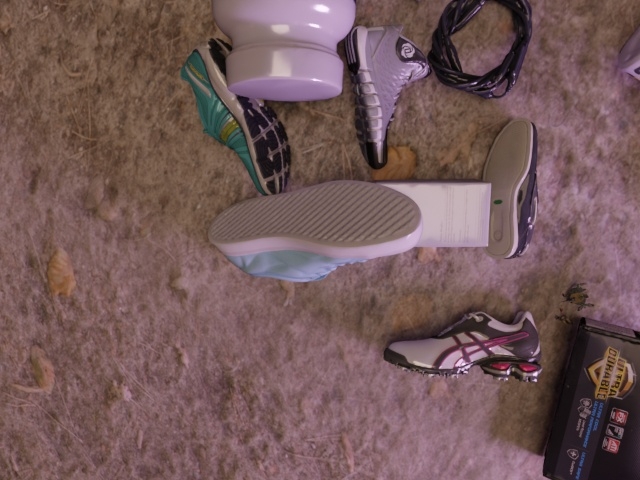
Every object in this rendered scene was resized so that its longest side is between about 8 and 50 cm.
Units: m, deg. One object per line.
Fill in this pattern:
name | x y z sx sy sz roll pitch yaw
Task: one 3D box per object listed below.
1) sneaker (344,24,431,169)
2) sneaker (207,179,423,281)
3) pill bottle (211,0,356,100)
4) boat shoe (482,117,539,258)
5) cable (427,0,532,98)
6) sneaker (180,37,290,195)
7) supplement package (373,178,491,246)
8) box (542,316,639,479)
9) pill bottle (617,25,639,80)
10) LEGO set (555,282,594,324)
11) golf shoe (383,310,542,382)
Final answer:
sneaker | 0.123 -0.236 0.781 0.132 0.086 0.228 -15 113 -10
sneaker | 0.000 0.000 0.783 0.366 0.135 0.150 1 144 31
pill bottle | -0.052 -0.400 0.691 0.211 0.210 0.362 2 97 5
boat shoe | 0.324 -0.084 0.802 0.079 0.084 0.232 3 95 -33
cable | 0.258 -0.325 0.770 0.151 0.047 0.184 17 93 10
sneaker | -0.141 -0.199 0.818 0.110 0.107 0.275 -22 99 34
supplement package | 0.177 -0.048 0.796 0.180 0.105 0.105 1 101 5
box | 0.555 0.308 0.790 0.294 0.073 0.295 15 103 28
pill bottle | 0.573 -0.256 0.712 0.209 0.119 0.119 32 102 -1
LEGO set | 0.444 0.107 0.844 0.054 0.023 0.083 37 115 0
golf shoe | 0.246 0.182 0.848 0.273 0.105 0.120 1 85 0
